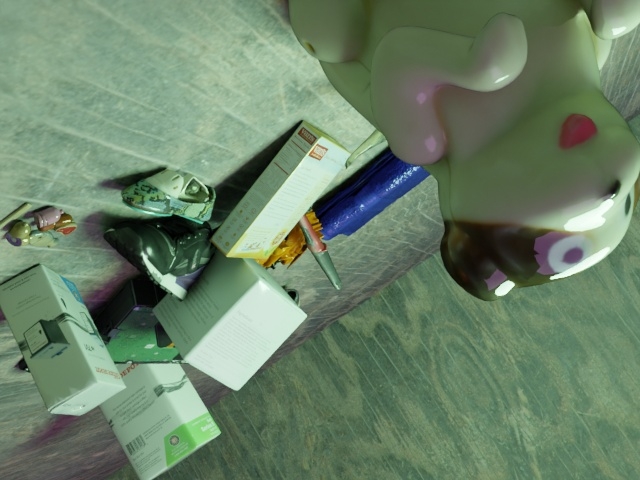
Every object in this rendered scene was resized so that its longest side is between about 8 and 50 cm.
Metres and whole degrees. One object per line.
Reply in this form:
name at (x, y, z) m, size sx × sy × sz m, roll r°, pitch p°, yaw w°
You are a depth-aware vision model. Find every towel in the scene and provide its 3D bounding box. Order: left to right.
towel at (0.129, -0.118, 1.507) m, size 0.308 × 0.076 × 0.227 m, roll -37°, pitch 173°, yaw 17°

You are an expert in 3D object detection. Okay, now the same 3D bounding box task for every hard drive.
hard drive at (-0.267, 0.167, 1.400) m, size 0.338 × 0.064 × 0.237 m, roll 7°, pitch 142°, yaw -40°

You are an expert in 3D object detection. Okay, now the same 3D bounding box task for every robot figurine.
robot figurine at (-0.130, 0.048, 1.460) m, size 0.211 × 0.085 × 0.291 m, roll -17°, pitch 159°, yaw -46°

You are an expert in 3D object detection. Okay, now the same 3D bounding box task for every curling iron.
curling iron at (0.000, 0.000, 1.367) m, size 0.068 × 0.035 × 0.274 m, roll -49°, pitch 135°, yaw -29°

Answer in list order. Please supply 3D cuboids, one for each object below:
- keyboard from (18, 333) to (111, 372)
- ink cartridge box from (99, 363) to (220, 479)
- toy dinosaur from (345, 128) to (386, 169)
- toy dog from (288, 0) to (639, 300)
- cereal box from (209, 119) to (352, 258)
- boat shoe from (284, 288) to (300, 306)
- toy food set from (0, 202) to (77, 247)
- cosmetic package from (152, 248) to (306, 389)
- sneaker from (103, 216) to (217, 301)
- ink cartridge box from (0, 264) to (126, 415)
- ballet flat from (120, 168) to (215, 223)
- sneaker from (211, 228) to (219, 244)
keyboard at (-0.455, 0.212, 1.295) m, size 0.180 × 0.023 × 0.108 m, roll -32°, pitch 139°, yaw 29°
ink cartridge box at (-0.404, 0.412, 1.725) m, size 0.198 × 0.273 × 0.114 m, roll -37°, pitch 168°, yaw 20°
toy dinosaur at (0.111, -0.205, 1.052) m, size 0.064 × 0.118 × 0.268 m, roll 9°, pitch -151°, yaw 34°
toy dog at (0.144, -0.140, 0.717) m, size 0.284 × 0.408 × 0.395 m, roll -25°, pitch 165°, yaw -25°
cereal box at (-0.059, -0.074, 1.158) m, size 0.240 × 0.047 × 0.173 m, roll -51°, pitch 164°, yaw 9°
boat shoe at (-0.175, 0.218, 1.942) m, size 0.285 × 0.103 × 0.092 m, roll -32°, pitch 162°, yaw -18°
toy food set at (-0.345, -0.014, 0.890) m, size 0.078 × 0.019 × 0.122 m, roll -35°, pitch 167°, yaw 8°
cosmetic package at (-0.157, 0.125, 1.231) m, size 0.184 × 0.151 × 0.151 m, roll -46°, pitch 134°, yaw 0°
sneaker at (-0.233, -0.001, 1.086) m, size 0.124 × 0.107 × 0.283 m, roll -49°, pitch 170°, yaw -9°
ink cartridge box at (-0.373, 0.146, 1.026) m, size 0.082 × 0.191 × 0.140 m, roll -31°, pitch 167°, yaw -7°
ballet flat at (-0.202, -0.066, 0.973) m, size 0.070 × 0.070 × 0.188 m, roll -36°, pitch 168°, yaw 13°
sneaker at (-0.157, -0.004, 1.286) m, size 0.144 × 0.053 × 0.059 m, roll -32°, pitch 165°, yaw -7°
